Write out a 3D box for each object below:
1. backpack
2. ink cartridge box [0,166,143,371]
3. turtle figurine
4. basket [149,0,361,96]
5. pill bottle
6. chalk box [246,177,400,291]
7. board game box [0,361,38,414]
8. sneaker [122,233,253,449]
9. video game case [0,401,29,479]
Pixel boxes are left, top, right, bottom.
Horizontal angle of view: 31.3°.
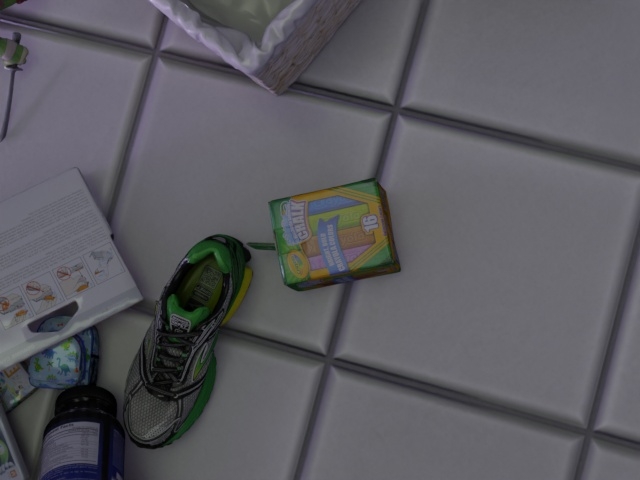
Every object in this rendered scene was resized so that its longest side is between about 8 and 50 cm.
[{"bbox_3d":[-0.395,0.173,1.765,0.105,0.084,0.114,5,81,6],"label":"backpack"},{"bbox_3d":[-0.444,0.051,1.761,0.275,0.060,0.239,-27,83,-13],"label":"ink cartridge box"},{"bbox_3d":[-0.552,-0.361,1.836,0.198,0.274,0.266,26,67,32],"label":"turtle figurine"},{"bbox_3d":[-0.102,-0.432,1.692,0.328,0.266,0.331,38,90,10],"label":"basket"},{"bbox_3d":[-0.349,0.326,1.680,0.123,0.123,0.219,-15,44,7],"label":"pill bottle"},{"bbox_3d":[0.000,0.000,1.700,0.213,0.132,0.132,-13,82,8],"label":"chalk box"},{"bbox_3d":[-0.528,0.202,1.810,0.103,0.026,0.154,-40,80,2],"label":"board game box"},{"bbox_3d":[-0.217,0.146,1.710,0.134,0.146,0.343,19,88,10],"label":"sneaker"},{"bbox_3d":[-0.561,0.314,1.786,0.173,0.022,0.190,-25,84,16],"label":"video game case"}]
